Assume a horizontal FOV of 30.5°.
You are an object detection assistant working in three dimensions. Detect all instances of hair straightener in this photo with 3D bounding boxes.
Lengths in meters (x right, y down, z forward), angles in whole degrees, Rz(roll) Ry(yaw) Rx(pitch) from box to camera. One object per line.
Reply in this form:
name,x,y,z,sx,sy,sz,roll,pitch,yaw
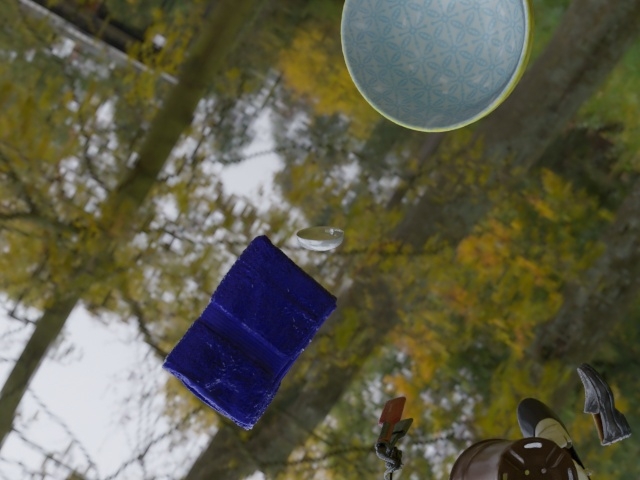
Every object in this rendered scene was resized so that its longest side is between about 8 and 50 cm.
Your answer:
hair straightener,0.127,0.335,1.919,0.230,0.047,0.089,-65,-45,-76

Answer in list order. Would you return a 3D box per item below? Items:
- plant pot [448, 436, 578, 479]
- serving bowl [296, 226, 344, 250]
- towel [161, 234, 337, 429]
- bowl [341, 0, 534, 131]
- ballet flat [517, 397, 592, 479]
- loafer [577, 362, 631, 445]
plant pot,0.291,0.365,1.732,0.167,0.167,0.165,31,159,-1
serving bowl,0.000,0.000,2.021,0.083,0.027,0.083,-2,-163,1
towel,-0.117,0.171,2.143,0.227,0.308,0.076,41,166,-31
bowl,0.190,-0.304,1.716,0.289,0.289,0.156,34,-161,20
ballet flat,0.380,0.339,1.852,0.203,0.074,0.074,64,-167,4
loafer,0.545,0.322,2.306,0.170,0.061,0.062,61,172,3
